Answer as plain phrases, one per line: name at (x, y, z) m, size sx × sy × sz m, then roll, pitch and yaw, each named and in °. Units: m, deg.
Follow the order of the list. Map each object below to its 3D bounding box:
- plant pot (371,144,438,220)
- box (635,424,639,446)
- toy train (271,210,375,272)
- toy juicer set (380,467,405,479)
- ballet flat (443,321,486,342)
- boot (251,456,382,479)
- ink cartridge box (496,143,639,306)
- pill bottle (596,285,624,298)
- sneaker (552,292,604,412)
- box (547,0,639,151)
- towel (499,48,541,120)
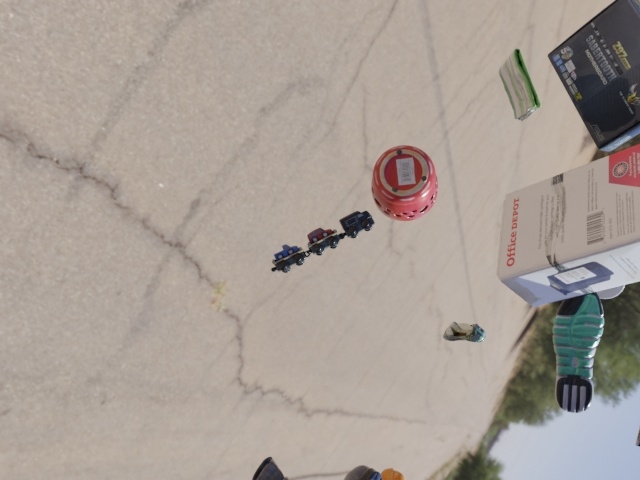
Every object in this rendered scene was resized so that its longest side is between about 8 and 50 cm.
plant pot at (0.231, -0.164, 1.878) m, size 0.191 × 0.191 × 0.174 m, roll -56°, pitch 164°, yaw -4°
box at (0.536, 0.242, 1.043) m, size 0.059 × 0.054 × 0.169 m, roll 10°, pitch 93°, yaw -61°
toy train at (0.000, 0.000, 0.931) m, size 0.158 × 0.036 × 0.027 m, roll -27°, pitch 172°, yaw -2°
toy juicer set at (0.198, 0.710, 1.619) m, size 0.209 × 0.329 × 0.089 m, roll -17°, pitch 161°, yaw -46°
ballet flat at (0.455, 0.290, 2.182) m, size 0.070 × 0.070 × 0.188 m, roll -47°, pitch -162°, yaw -28°
boot at (-0.029, 0.463, 1.198) m, size 0.118 × 0.222 × 0.338 m, roll -32°, pitch 149°, yaw -44°
ink cartridge box at (0.397, -0.017, 1.013) m, size 0.237 × 0.100 × 0.172 m, roll -23°, pitch -139°, yaw 44°
pill bottle at (0.729, 0.054, 1.708) m, size 0.208 × 0.119 × 0.119 m, roll -44°, pitch 157°, yaw -52°
sneaker at (0.460, 0.195, 1.227) m, size 0.098 × 0.083 × 0.224 m, roll 14°, pitch 85°, yaw -74°
box at (0.563, -0.314, 1.274) m, size 0.059 × 0.233 × 0.183 m, roll -2°, pitch 155°, yaw -43°
towel at (0.357, -0.279, 1.221) m, size 0.023 × 0.113 × 0.152 m, roll -22°, pitch 179°, yaw 7°
